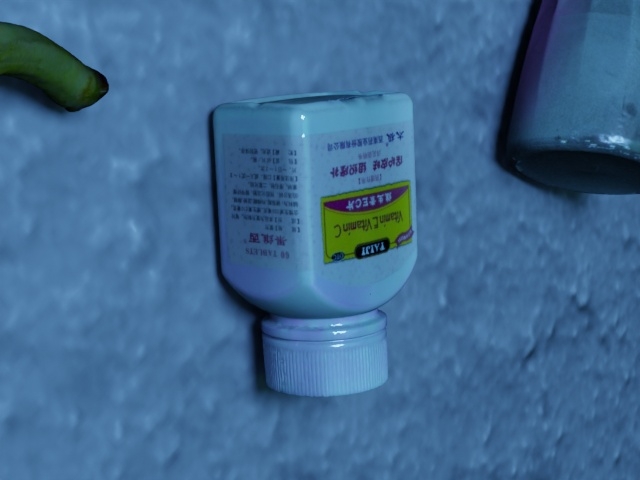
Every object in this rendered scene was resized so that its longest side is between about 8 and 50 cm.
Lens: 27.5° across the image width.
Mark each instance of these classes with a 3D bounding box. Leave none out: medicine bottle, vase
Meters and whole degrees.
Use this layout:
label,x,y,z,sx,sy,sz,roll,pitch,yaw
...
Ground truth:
label,x,y,z,sx,sy,sz,roll,pitch,yaw
medicine bottle,0.000,0.000,0.530,0.074,0.055,0.118,-12,104,-49
vase,0.152,-0.136,0.669,0.086,0.086,0.214,22,74,-47

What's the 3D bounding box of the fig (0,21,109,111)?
label,x,y,z,sx,sy,sz,roll,pitch,yaw
fig,-0.124,-0.020,0.348,0.245,0.149,0.149,-50,130,-52
